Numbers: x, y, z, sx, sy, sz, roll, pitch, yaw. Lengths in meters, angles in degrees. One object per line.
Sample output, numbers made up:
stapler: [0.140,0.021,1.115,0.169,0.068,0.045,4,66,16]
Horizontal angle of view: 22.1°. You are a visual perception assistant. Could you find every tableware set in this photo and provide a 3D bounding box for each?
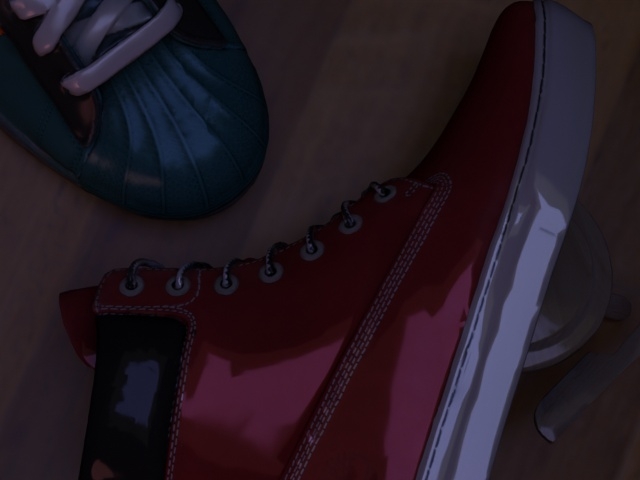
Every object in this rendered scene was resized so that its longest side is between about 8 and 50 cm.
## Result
tableware set: [0.040,0.053,0.681,0.194,0.039,0.128,-42,80,-14]

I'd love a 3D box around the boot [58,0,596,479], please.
boot: [0.000,0.000,0.631,0.176,0.088,0.244,18,76,4]

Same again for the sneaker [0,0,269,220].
sneaker: [-0.126,-0.135,0.632,0.108,0.121,0.302,-38,91,-8]
